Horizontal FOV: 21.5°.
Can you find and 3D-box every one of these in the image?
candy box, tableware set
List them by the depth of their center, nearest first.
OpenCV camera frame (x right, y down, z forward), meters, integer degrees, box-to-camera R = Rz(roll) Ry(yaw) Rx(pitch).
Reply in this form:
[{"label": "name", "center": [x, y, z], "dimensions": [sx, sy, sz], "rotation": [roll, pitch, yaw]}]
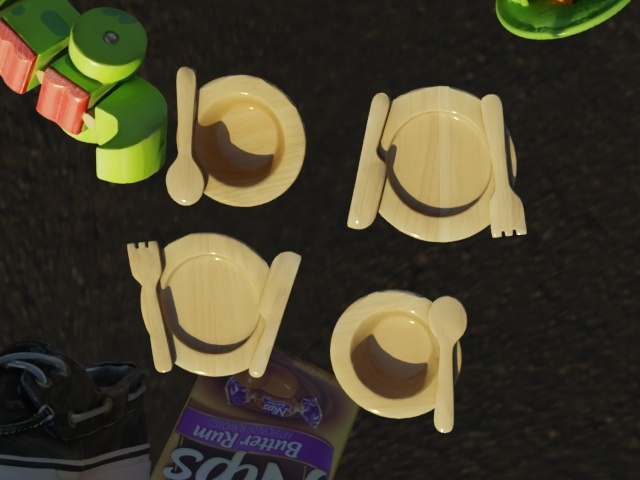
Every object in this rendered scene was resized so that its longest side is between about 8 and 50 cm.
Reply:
[{"label": "tableware set", "center": [0.000, 0.000, 0.700], "dimensions": [0.168, 0.020, 0.141], "rotation": [9, 103, 11]}, {"label": "candy box", "center": [-0.050, 0.152, 1.094], "dimensions": [0.109, 0.053, 0.187], "rotation": [26, 47, -3]}]

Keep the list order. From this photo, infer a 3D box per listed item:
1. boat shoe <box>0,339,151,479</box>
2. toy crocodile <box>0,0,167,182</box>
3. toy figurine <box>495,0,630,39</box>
[{"label": "boat shoe", "center": [-0.211, 0.128, 1.158], "dimensions": [0.121, 0.335, 0.119], "rotation": [-1, 86, 13]}, {"label": "toy crocodile", "center": [-0.250, -0.179, 1.449], "dimensions": [0.340, 0.115, 0.105], "rotation": [44, 56, 13]}, {"label": "toy figurine", "center": [0.157, -0.265, 1.321], "dimensions": [0.130, 0.173, 0.159], "rotation": [-42, 128, -11]}]
